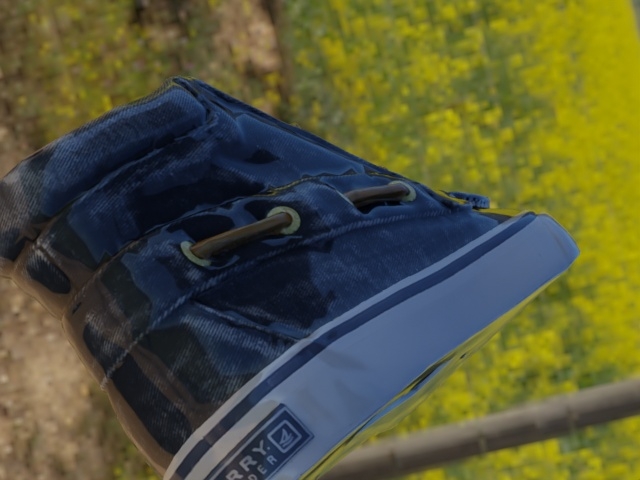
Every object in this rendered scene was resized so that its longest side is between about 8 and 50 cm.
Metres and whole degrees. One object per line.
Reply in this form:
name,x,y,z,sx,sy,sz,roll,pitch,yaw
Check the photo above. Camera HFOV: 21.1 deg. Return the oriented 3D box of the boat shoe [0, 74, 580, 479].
boat shoe,0.000,0.000,0.389,0.083,0.065,0.183,48,21,8
